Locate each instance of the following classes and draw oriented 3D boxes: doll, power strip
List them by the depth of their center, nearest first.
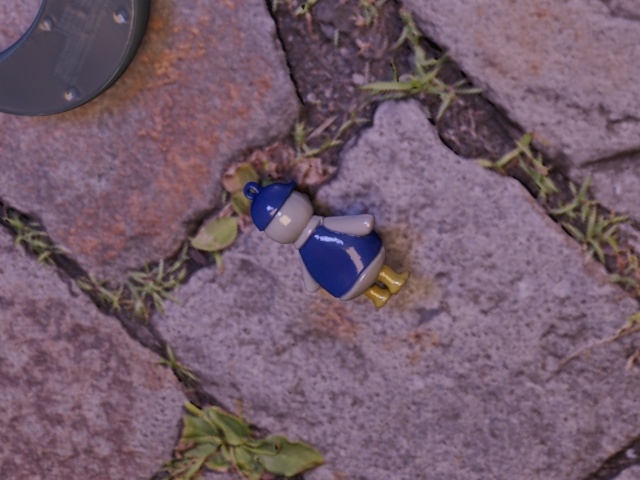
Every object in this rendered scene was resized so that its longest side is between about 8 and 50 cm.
[{"bbox_3d":[-0.191,-0.184,1.131,0.137,0.044,0.216,28,113,-3],"label":"power strip"},{"bbox_3d":[0.000,0.000,1.170,0.143,0.057,0.099,35,132,-5],"label":"doll"}]
